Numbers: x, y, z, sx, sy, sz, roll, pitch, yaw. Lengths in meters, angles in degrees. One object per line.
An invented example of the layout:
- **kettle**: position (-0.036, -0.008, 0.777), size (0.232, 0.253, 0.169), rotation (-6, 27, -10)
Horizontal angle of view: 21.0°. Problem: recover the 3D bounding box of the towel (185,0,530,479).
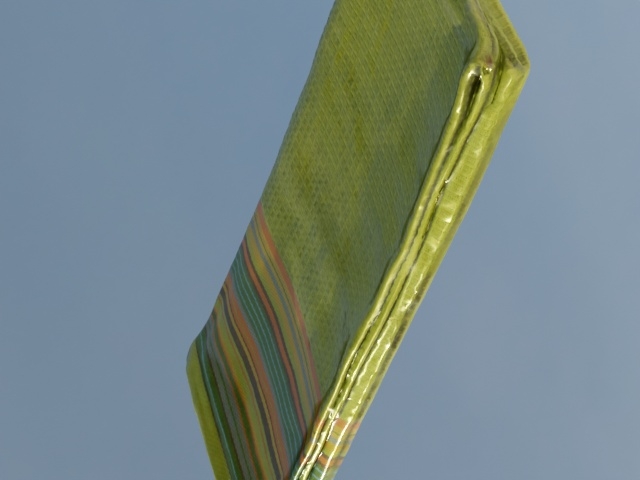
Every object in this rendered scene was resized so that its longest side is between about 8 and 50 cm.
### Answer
- **towel**: position (0.000, 0.000, 0.557), size (0.021, 0.237, 0.102), rotation (-1, -133, -25)
